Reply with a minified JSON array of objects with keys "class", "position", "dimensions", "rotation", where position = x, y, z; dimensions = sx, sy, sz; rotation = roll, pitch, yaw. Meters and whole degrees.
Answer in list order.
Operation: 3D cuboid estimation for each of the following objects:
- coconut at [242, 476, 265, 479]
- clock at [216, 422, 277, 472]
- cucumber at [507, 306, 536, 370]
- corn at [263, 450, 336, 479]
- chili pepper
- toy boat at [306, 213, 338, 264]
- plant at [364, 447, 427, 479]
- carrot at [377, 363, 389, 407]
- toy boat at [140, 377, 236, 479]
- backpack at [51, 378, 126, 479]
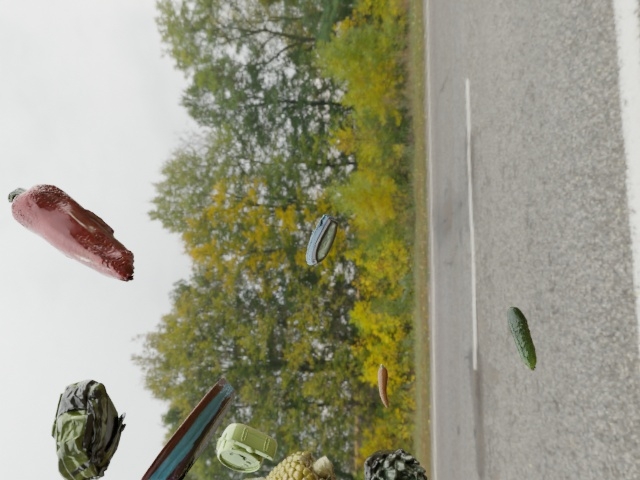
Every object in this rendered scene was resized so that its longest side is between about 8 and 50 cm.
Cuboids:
[{"class":"coconut","position":[-0.192,0.894,1.404],"dimensions":[0.237,0.266,0.237],"rotation":[-39,-32,-31]},{"class":"clock","position":[-0.348,0.935,1.988],"dimensions":[0.308,0.235,0.096],"rotation":[-52,15,36]},{"class":"cucumber","position":[0.719,0.347,1.598],"dimensions":[0.069,0.069,0.228],"rotation":[80,179,-71]},{"class":"corn","position":[-0.106,0.563,0.908],"dimensions":[0.130,0.347,0.130],"rotation":[48,178,2]},{"class":"chili pepper","position":[-0.504,-0.024,0.899],"dimensions":[0.110,0.387,0.110],"rotation":[-51,-17,-22]},{"class":"toy boat","position":[0.000,0.000,1.135],"dimensions":[0.061,0.060,0.137],"rotation":[26,98,59]},{"class":"plant","position":[0.164,0.543,1.013],"dimensions":[0.194,0.132,0.129],"rotation":[100,159,-71]},{"class":"carrot","position":[0.210,0.481,1.493],"dimensions":[0.035,0.035,0.142],"rotation":[84,-175,-60]},{"class":"toy boat","position":[-0.337,0.518,1.217],"dimensions":[0.392,0.079,0.136],"rotation":[-50,-22,-69]},{"class":"backpack","position":[-0.618,0.514,1.206],"dimensions":[0.253,0.140,0.207],"rotation":[-114,11,-50]}]
